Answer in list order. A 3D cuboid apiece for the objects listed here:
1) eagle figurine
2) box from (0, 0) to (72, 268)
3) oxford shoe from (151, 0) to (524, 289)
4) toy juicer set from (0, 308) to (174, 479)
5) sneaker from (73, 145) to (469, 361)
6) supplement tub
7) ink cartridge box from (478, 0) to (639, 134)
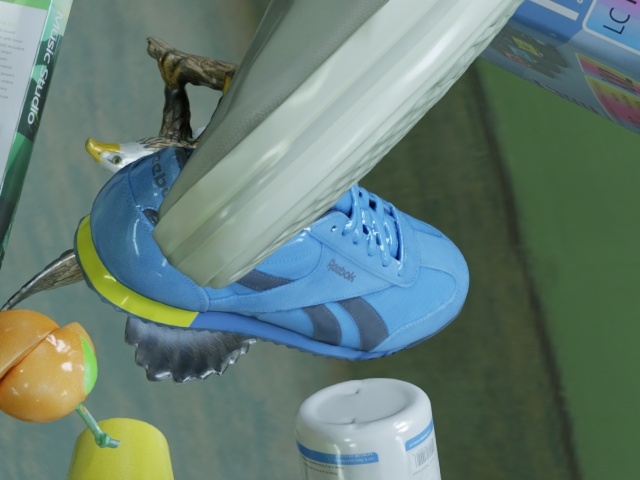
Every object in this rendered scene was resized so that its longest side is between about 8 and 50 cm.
[{"bbox_3d":[-0.145,-0.031,1.718,0.225,0.226,0.298,18,88,-16],"label":"eagle figurine"},{"bbox_3d":[-0.379,-0.149,1.795,0.232,0.058,0.322,12,83,12],"label":"box"},{"bbox_3d":[0.063,-0.177,0.667,0.130,0.169,0.449,36,76,-7],"label":"oxford shoe"},{"bbox_3d":[-0.253,0.124,0.998,0.329,0.209,0.089,-10,48,8],"label":"toy juicer set"},{"bbox_3d":[0.000,0.000,0.798,0.209,0.082,0.069,10,51,-40],"label":"sneaker"},{"bbox_3d":[0.027,0.130,0.947,0.071,0.071,0.107,-13,109,-16],"label":"supplement tub"},{"bbox_3d":[0.124,-0.229,1.401,0.395,0.270,0.151,29,90,18],"label":"ink cartridge box"}]
